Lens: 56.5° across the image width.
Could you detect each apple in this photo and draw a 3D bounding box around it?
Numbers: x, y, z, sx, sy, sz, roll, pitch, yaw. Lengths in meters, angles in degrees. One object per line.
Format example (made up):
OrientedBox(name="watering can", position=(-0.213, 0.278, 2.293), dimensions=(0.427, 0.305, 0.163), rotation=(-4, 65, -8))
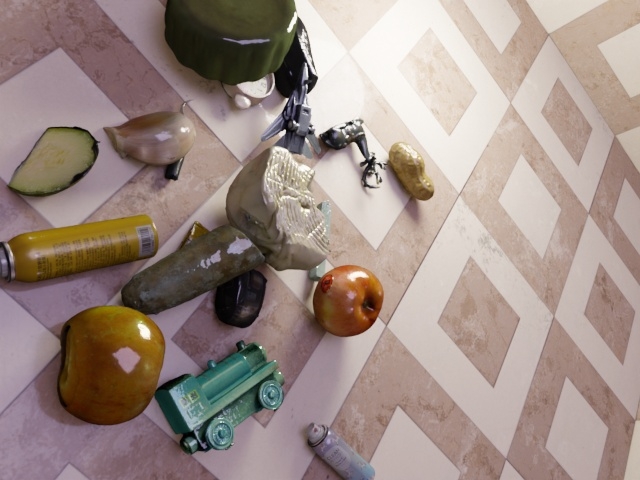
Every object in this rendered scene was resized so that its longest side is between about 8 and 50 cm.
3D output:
OrientedBox(name="apple", position=(-0.432, 0.247, 1.208), dimensions=(0.207, 0.237, 0.237), rotation=(17, 65, -19))
OrientedBox(name="apple", position=(0.077, 0.167, 1.646), dimensions=(0.209, 0.164, 0.210), rotation=(-15, 114, -39))

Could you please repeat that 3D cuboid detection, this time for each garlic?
OrientedBox(name="garlic", position=(-0.375, -0.270, 1.483), dimensions=(0.266, 0.128, 0.149), rotation=(-32, 97, -45))

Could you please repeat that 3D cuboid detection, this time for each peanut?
OrientedBox(name="peanut", position=(0.311, -0.233, 2.016), dimensions=(0.095, 0.108, 0.226), rotation=(-39, 103, -44))

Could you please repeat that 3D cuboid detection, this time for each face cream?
OrientedBox(name="face cream", position=(0.046, 0.564, 1.569), dimensions=(0.229, 0.075, 0.075), rotation=(46, 53, -17))
OrientedBox(name="face cream", position=(-0.528, 0.020, 1.270), dimensions=(0.348, 0.105, 0.105), rotation=(-14, 85, -40))

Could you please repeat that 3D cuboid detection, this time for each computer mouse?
OrientedBox(name="computer mouse", position=(-0.097, -0.556, 1.774), dimensions=(0.086, 0.137, 0.270), rotation=(0, 75, -53))

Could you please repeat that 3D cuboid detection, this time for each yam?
OrientedBox(name="yam", position=(-0.301, 0.071, 1.381), dimensions=(0.330, 0.133, 0.133), rotation=(-28, 94, -17))

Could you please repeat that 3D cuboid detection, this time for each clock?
OrientedBox(name="clock", position=(-0.213, -0.466, 1.707), dimensions=(0.155, 0.063, 0.229), rotation=(24, 59, -28))

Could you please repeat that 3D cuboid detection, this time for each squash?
OrientedBox(name="squash", position=(-0.555, -0.153, 1.305), dimensions=(0.085, 0.184, 0.192), rotation=(68, 36, -55))

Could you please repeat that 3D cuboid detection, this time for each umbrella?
OrientedBox(name="umbrella", position=(-0.366, -0.212, 1.521), dimensions=(0.036, 0.031, 0.133), rotation=(26, 60, -28))

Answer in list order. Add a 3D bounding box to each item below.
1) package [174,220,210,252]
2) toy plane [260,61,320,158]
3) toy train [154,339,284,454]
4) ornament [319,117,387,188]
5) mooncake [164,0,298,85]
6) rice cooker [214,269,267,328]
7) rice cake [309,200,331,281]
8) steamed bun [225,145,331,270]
OrientedBox(name="package", position=(-0.308, 0.012, 1.484), dimensions=(0.071, 0.047, 0.131), rotation=(39, 57, -19))
OrientedBox(name="toy plane", position=(-0.057, -0.377, 1.710), dimensions=(0.212, 0.088, 0.268), rotation=(7, 100, -38))
OrientedBox(name="toy train", position=(-0.223, 0.359, 1.397), dimensions=(0.298, 0.120, 0.194), rotation=(-29, 90, -40))
OrientedBox(name="ornament", position=(0.117, -0.263, 1.888), dimensions=(0.202, 0.080, 0.236), rotation=(-29, 95, -44))
OrientedBox(name="mooncake", position=(-0.237, -0.574, 1.585), dimensions=(0.351, 0.187, 0.352), rotation=(9, 59, -16))
OrientedBox(name="rice cooker", position=(-0.199, 0.135, 1.489), dimensions=(0.106, 0.112, 0.165), rotation=(33, 59, -33))
OrientedBox(name="rice cake", position=(0.000, 0.000, 1.733), dimensions=(0.042, 0.045, 0.245), rotation=(18, 65, -30))
OrientedBox(name="steamed bun", position=(-0.124, -0.068, 1.558), dimensions=(0.275, 0.206, 0.320), rotation=(0, 75, -54))
